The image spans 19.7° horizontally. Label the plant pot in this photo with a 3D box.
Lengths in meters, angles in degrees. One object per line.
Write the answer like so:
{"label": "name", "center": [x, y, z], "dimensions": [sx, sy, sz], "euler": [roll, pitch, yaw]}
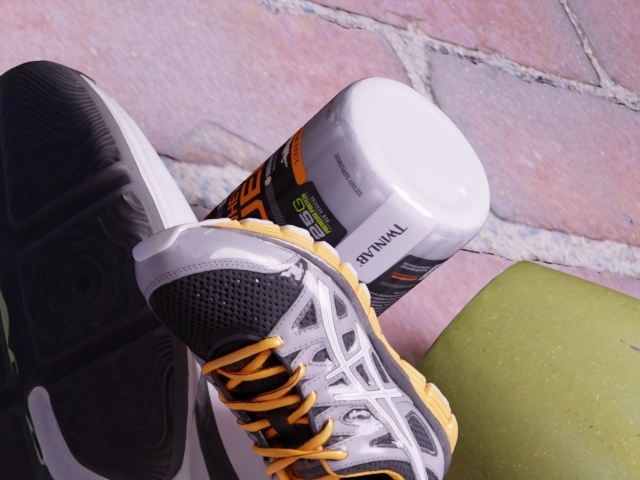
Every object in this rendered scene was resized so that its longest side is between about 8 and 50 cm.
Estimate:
{"label": "plant pot", "center": [0.200, 0.153, 1.153], "dimensions": [0.293, 0.274, 0.275], "euler": [41, 30, 16]}

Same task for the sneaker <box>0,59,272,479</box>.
{"label": "sneaker", "center": [-0.049, 0.122, 0.988], "dimensions": [0.257, 0.169, 0.447], "euler": [5, 60, -59]}

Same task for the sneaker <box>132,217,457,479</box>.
{"label": "sneaker", "center": [-0.007, 0.069, 0.843], "dimensions": [0.215, 0.084, 0.083], "euler": [44, 39, -32]}

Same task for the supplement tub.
{"label": "supplement tub", "center": [0.000, 0.000, 1.105], "dimensions": [0.117, 0.190, 0.117], "euler": [31, 36, -26]}
